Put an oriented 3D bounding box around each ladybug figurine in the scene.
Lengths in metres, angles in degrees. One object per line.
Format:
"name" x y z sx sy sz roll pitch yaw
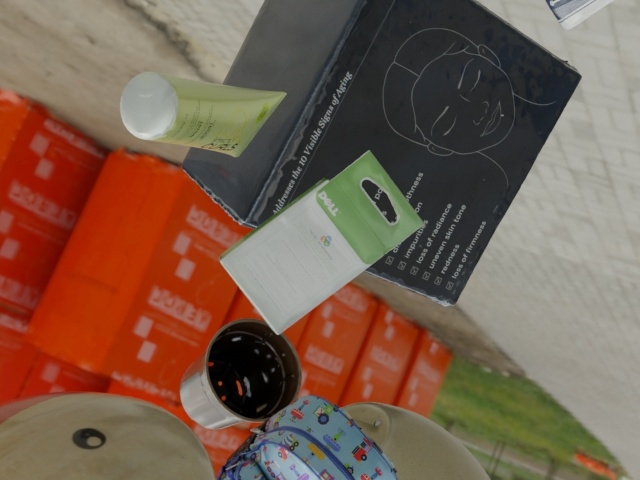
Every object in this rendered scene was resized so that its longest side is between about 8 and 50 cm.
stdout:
"ladybug figurine" -0.261 0.253 0.694 0.449 0.305 0.162 -33 128 32

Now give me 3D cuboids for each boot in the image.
"boot" 0.378 -0.366 1.295 0.086 0.069 0.190 50 132 -8

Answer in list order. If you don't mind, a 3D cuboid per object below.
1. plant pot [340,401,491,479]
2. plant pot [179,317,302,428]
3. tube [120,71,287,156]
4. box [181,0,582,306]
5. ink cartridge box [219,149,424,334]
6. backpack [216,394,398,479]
"plant pot" 0.075 0.330 1.299 0.284 0.284 0.191 11 136 52
"plant pot" -0.141 0.228 1.563 0.167 0.167 0.165 26 148 -19
"tube" -0.107 -0.124 0.960 0.070 0.062 0.240 -7 180 21
"box" 0.104 -0.205 1.652 0.471 0.480 0.297 23 -170 -37
"ink cartridge box" 0.000 0.000 1.098 0.109 0.209 0.062 53 -179 -7
"backpack" -0.010 0.239 0.939 0.158 0.117 0.173 49 144 6
